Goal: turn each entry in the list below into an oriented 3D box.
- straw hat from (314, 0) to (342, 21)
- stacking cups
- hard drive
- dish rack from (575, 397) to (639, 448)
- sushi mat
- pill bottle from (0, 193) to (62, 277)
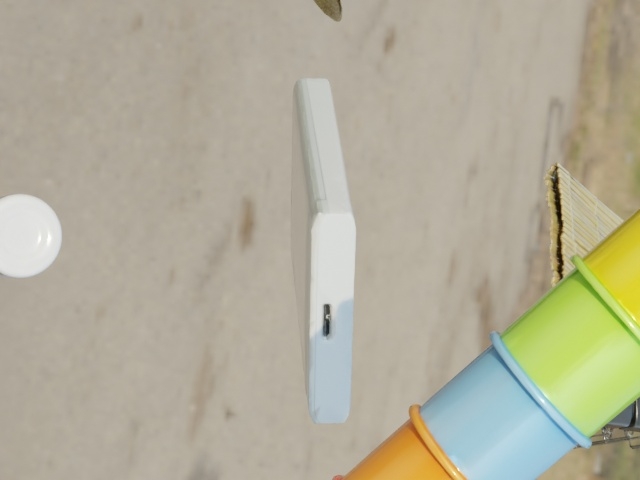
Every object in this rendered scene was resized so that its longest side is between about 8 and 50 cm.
[{"bbox_3d":[0.006,-0.258,1.371,0.144,0.061,0.144,58,-9,14],"label":"straw hat"},{"bbox_3d":[0.097,0.098,0.930,0.316,0.096,0.096,-39,167,6],"label":"stacking cups"},{"bbox_3d":[0.000,0.000,1.527,0.307,0.040,0.203,-99,-171,-63],"label":"hard drive"},{"bbox_3d":[0.258,0.205,1.909,0.208,0.271,0.074,13,68,-40],"label":"dish rack"},{"bbox_3d":[0.313,0.049,1.722,0.316,0.019,0.151,33,51,-48],"label":"sushi mat"},{"bbox_3d":[-0.393,-0.004,2.066,0.184,0.103,0.103,-3,-104,65],"label":"pill bottle"}]
